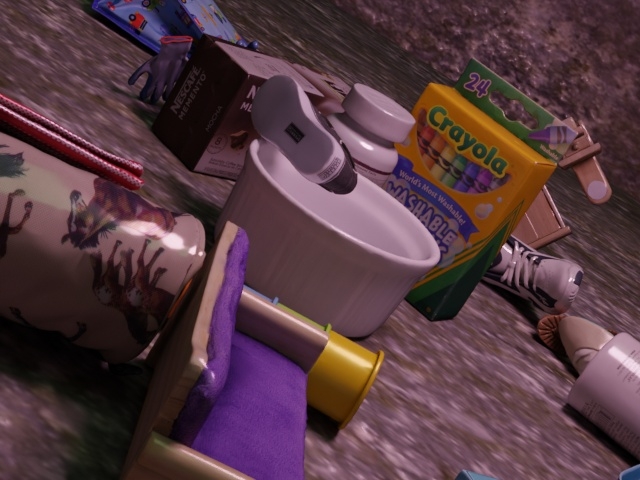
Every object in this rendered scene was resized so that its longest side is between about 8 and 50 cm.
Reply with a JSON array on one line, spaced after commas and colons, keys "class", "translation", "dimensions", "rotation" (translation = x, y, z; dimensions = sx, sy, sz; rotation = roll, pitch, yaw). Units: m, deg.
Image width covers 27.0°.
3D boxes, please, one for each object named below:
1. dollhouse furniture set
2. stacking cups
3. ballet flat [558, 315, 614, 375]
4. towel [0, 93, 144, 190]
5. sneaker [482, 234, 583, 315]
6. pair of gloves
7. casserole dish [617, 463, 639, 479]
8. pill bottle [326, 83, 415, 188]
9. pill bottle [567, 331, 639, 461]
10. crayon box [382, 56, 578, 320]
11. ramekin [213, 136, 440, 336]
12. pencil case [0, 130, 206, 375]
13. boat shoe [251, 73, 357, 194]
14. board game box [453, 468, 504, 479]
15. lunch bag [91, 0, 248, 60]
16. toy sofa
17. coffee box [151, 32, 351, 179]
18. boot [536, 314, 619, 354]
[{"class": "dollhouse furniture set", "translation": [0.337, -0.086, 2.230], "dimensions": [0.173, 0.303, 0.355], "rotation": [65, 11, 10]}, {"class": "stacking cups", "translation": [-0.090, 0.080, 1.387], "dimensions": [0.316, 0.096, 0.096], "rotation": [30, 18, -4]}, {"class": "ballet flat", "translation": [0.445, 0.209, 1.979], "dimensions": [0.248, 0.086, 0.086], "rotation": [38, 18, 13]}, {"class": "towel", "translation": [-0.318, -0.089, 1.266], "dimensions": [0.275, 0.031, 0.199], "rotation": [-4, -25, 46]}, {"class": "sneaker", "translation": [0.314, 0.044, 2.130], "dimensions": [0.153, 0.094, 0.235], "rotation": [21, 9, -13]}, {"class": "pair of gloves", "translation": [-0.184, -0.251, 1.983], "dimensions": [0.198, 0.159, 0.023], "rotation": [-3, 62, -21]}, {"class": "casserole dish", "translation": [0.430, 0.334, 1.676], "dimensions": [0.114, 0.037, 0.188], "rotation": [41, 20, 25]}, {"class": "pill bottle", "translation": [0.032, -0.100, 1.856], "dimensions": [0.121, 0.221, 0.121], "rotation": [29, 18, -10]}, {"class": "pill bottle", "translation": [0.466, 0.243, 1.822], "dimensions": [0.229, 0.131, 0.131], "rotation": [39, 19, 20]}, {"class": "crayon box", "translation": [0.185, -0.075, 1.880], "dimensions": [0.203, 0.323, 0.083], "rotation": [40, 19, 25]}, {"class": "ramekin", "translation": [0.000, 0.000, 1.680], "dimensions": [0.277, 0.135, 0.277], "rotation": [29, 17, -10]}, {"class": "pencil case", "translation": [-0.316, -0.017, 1.163], "dimensions": [0.410, 0.183, 0.160], "rotation": [23, 48, -25]}, {"class": "boat shoe", "translation": [-0.015, -0.129, 1.663], "dimensions": [0.076, 0.080, 0.228], "rotation": [40, 6, -40]}, {"class": "board game box", "translation": [0.294, 0.363, 1.299], "dimensions": [0.336, 0.079, 0.254], "rotation": [19, 22, -34]}, {"class": "lunch bag", "translation": [-0.222, -0.370, 2.338], "dimensions": [0.293, 0.138, 0.221], "rotation": [42, 15, -1]}, {"class": "toy sofa", "translation": [-0.069, 0.138, 1.131], "dimensions": [0.150, 0.177, 0.362], "rotation": [29, 17, -9]}, {"class": "coffee box", "translation": [-0.078, -0.178, 1.968], "dimensions": [0.297, 0.168, 0.119], "rotation": [11, 27, -50]}, {"class": "boot", "translation": [0.389, 0.146, 2.097], "dimensions": [0.158, 0.059, 0.085], "rotation": [16, 6, -32]}]
